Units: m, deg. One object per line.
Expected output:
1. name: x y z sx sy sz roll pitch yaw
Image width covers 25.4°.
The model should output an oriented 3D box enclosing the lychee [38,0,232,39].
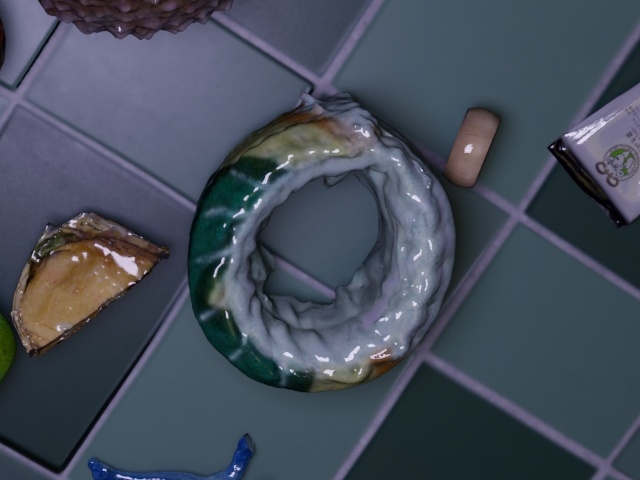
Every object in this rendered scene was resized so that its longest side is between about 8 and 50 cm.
1. lychee: -0.158 -0.329 1.257 0.300 0.300 0.300 -1 102 -6

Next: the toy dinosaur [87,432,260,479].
1. toy dinosaur: -0.085 0.305 1.508 0.144 0.076 0.329 -44 100 11

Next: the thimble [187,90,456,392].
1. thimble: 0.000 0.000 1.403 0.254 0.167 0.288 15 101 -10

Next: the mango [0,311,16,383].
1. mango: -0.480 0.159 1.374 0.382 0.201 0.225 -23 81 -11

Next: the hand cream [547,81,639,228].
1. hand cream: 0.406 -0.153 1.473 0.336 0.076 0.121 -38 98 9

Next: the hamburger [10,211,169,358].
1. hamburger: -0.247 0.029 1.430 0.176 0.087 0.102 -37 92 9

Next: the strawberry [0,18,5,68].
1. strawberry: -0.455 -0.235 1.250 0.310 0.292 0.291 -3 102 -1

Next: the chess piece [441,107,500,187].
1. chess piece: 0.153 -0.094 1.441 0.038 0.083 0.083 24 99 4
